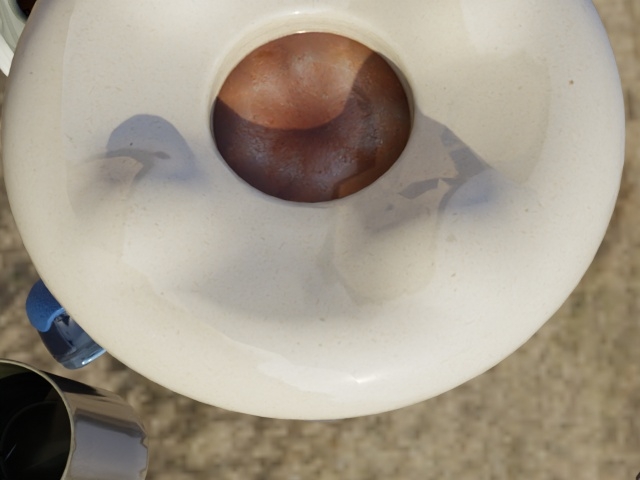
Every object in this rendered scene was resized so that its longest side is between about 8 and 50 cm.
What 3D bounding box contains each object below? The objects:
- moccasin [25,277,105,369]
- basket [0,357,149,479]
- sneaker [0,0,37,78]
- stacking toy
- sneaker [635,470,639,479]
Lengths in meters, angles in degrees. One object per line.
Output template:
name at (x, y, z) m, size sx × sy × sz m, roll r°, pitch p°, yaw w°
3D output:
moccasin at (-0.196, 0.029, 2.150) m, size 0.342 × 0.137 × 0.117 m, roll -30°, pitch 125°, yaw -20°
basket at (-0.255, 0.191, 1.608) m, size 0.154 × 0.204 × 0.227 m, roll 67°, pitch 16°, yaw 13°
sneaker at (-0.210, -0.146, 1.597) m, size 0.100 × 0.271 × 0.108 m, roll -32°, pitch 161°, yaw -30°
stacking toy at (0.000, 0.000, 1.192) m, size 0.480 × 0.350 × 0.351 m, roll 86°, pitch 7°, yaw -69°
sneaker at (0.227, 0.294, 1.215) m, size 0.410 × 0.182 × 0.158 m, roll -46°, pitch 146°, yaw -11°
